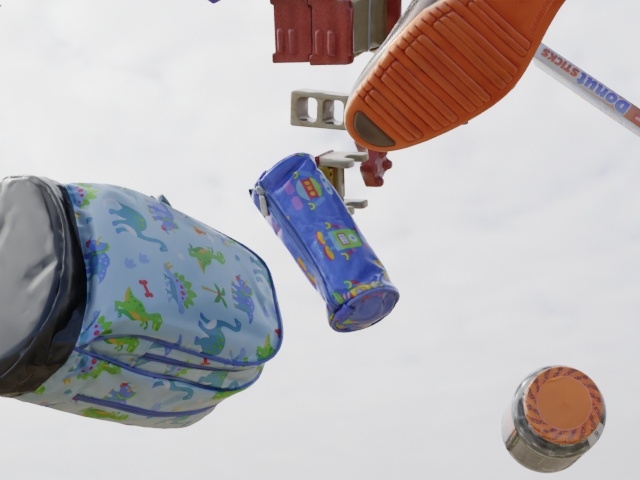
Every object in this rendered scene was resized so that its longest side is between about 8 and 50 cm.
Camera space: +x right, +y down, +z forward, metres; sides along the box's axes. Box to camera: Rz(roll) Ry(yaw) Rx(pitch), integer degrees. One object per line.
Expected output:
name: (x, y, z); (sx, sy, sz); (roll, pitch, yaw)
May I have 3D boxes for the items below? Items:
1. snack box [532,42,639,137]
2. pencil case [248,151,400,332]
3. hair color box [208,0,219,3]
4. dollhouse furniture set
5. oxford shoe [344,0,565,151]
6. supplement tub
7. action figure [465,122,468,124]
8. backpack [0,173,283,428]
snack box: (0.328, -0.173, 1.283); (0.178, 0.022, 0.064); (38, 6, 15)
pencil case: (0.000, 0.000, 1.693); (0.133, 0.306, 0.119); (-9, -34, -41)
hair color box: (-0.138, -0.514, 1.445); (0.185, 0.339, 0.110); (-22, -10, 16)
dollhouse furniture set: (0.030, -0.249, 1.873); (0.152, 0.374, 0.201); (9, 20, 28)
oxford shoe: (0.157, -0.239, 1.093); (0.363, 0.133, 0.130); (-43, -55, 9)
supplement tub: (0.294, 0.225, 1.367); (0.117, 0.117, 0.190); (-3, -20, 2)
action figure: (0.299, -0.393, 1.901); (0.178, 0.330, 0.341); (-2, -48, 11)
backpack: (-0.217, 0.085, 1.280); (0.273, 0.290, 0.355); (-30, -43, 14)
